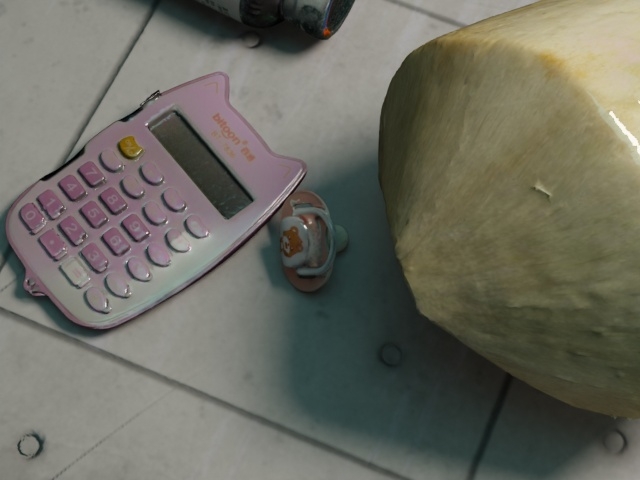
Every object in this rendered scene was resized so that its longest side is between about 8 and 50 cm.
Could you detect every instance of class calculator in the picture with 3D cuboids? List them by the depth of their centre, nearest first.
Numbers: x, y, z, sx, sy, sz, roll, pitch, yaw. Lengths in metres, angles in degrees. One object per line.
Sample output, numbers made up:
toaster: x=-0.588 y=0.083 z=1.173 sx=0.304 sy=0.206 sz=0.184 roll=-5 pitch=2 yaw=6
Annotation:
calculator: x=-0.170 y=-0.034 z=1.366 sx=0.294 sy=0.043 sz=0.194 roll=-36 pitch=71 yaw=-14

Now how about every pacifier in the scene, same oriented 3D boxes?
pacifier: x=0.000 y=0.000 z=1.339 sx=0.078 sy=0.081 sz=0.099 roll=-4 pitch=92 yaw=-46

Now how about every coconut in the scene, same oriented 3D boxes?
coconut: x=0.226 y=-0.041 z=1.215 sx=0.415 sy=0.344 sz=0.415 roll=-12 pitch=22 yaw=5

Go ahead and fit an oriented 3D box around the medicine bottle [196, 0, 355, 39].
medicine bottle: x=-0.101 y=-0.316 z=1.450 sx=0.293 sy=0.141 sz=0.141 roll=27 pitch=66 yaw=10
